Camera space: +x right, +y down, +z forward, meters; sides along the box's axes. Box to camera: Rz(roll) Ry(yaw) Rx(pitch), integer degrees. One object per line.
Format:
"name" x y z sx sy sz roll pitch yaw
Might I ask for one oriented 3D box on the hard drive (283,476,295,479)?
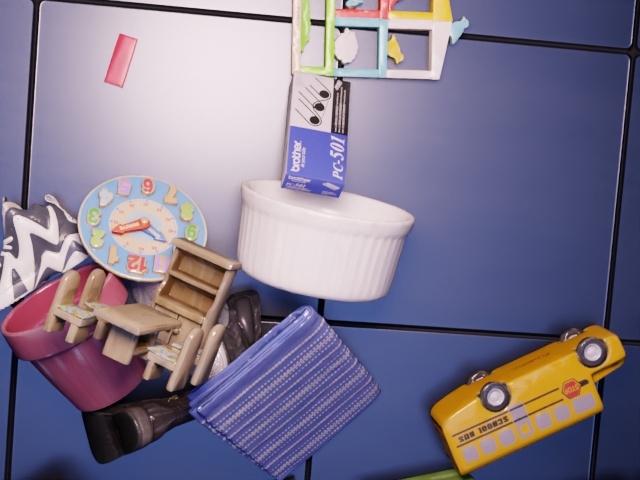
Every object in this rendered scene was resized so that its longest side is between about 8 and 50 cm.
"hard drive" -0.070 0.479 1.933 0.094 0.022 0.135 -17 96 -4

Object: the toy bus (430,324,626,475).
"toy bus" 0.355 0.262 1.916 0.333 0.108 0.130 -24 97 -4

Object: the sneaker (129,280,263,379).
"sneaker" -0.194 0.103 1.856 0.153 0.101 0.268 -22 65 -38

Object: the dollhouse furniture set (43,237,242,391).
"dollhouse furniture set" -0.230 0.089 1.641 0.212 0.242 0.161 23 97 16

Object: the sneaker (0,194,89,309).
"sneaker" -0.496 0.014 1.820 0.235 0.094 0.153 -31 95 -2

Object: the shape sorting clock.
"shape sorting clock" -0.282 -0.023 1.812 0.206 0.040 0.206 9 57 -14

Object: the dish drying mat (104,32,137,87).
"dish drying mat" -0.325 -0.294 1.856 0.032 0.008 0.083 18 93 -6

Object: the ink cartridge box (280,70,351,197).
"ink cartridge box" -0.006 -0.171 1.820 0.097 0.046 0.207 9 58 -10

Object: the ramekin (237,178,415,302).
"ramekin" 0.000 0.000 1.784 0.277 0.277 0.135 10 100 -6

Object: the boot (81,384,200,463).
"boot" -0.245 0.282 1.843 0.229 0.263 0.091 -15 91 -36

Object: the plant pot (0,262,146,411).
"plant pot" -0.374 0.162 1.802 0.201 0.201 0.180 -28 111 -3

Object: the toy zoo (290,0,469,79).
"toy zoo" 0.099 -0.364 1.882 0.293 0.030 0.192 0 94 -6

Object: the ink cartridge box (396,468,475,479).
"ink cartridge box" 0.185 0.536 1.928 0.189 0.097 0.255 -10 97 -5

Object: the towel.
"towel" -0.050 0.247 1.806 0.243 0.336 0.040 -39 53 -2
